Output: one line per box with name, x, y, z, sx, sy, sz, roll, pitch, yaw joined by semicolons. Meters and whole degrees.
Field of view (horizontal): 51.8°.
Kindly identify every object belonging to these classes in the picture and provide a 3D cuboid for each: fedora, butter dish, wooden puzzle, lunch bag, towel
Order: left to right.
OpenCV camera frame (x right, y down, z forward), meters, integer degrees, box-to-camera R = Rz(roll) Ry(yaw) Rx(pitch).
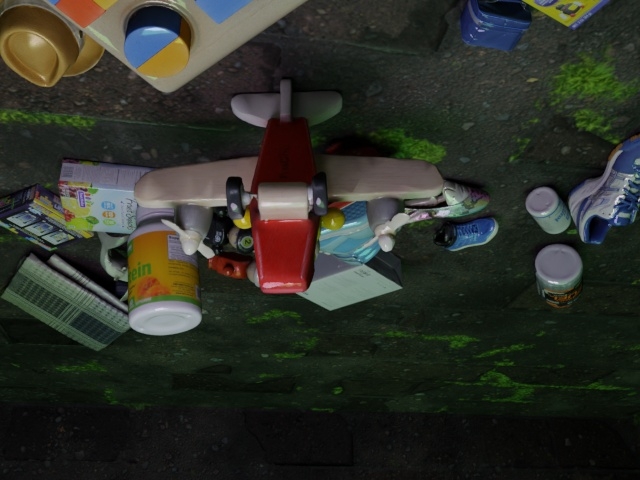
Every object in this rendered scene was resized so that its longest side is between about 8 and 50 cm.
fedora;-0.416;-0.291;0.973;0.194;0.079;0.194;-1;152;0
towel;-0.668;0.165;1.753;0.324;0.056;0.312;36;141;-19
wooden puzzle;-0.208;-0.343;0.859;0.322;0.081;0.347;-25;144;28
butter dish;0.051;-0.133;1.257;0.159;0.118;0.160;-27;-177;36
lunch bag;0.258;-0.323;0.953;0.098;0.067;0.065;4;152;-12

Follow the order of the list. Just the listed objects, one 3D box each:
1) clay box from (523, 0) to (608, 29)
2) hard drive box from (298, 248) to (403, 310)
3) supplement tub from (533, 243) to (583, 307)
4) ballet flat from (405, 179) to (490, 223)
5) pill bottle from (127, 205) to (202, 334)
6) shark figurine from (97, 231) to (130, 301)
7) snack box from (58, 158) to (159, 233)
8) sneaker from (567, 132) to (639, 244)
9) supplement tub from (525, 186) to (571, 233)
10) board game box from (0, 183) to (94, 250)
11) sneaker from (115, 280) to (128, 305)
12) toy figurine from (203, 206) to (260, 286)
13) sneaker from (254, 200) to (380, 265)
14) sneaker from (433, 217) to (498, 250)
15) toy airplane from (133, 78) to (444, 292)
clay box;0.306;-0.377;0.871;0.222;0.053;0.127;14;147;-28
hard drive box;0.063;0.086;1.675;0.232;0.089;0.181;-21;146;31
supplement tub;0.611;0.097;1.689;0.116;0.117;0.190;-11;150;17
ballet flat;0.243;-0.086;1.396;0.221;0.077;0.079;-10;131;16
pill bottle;-0.307;0.048;1.288;0.136;0.246;0.136;-8;153;-4
shark figurine;-0.478;0.039;1.566;0.166;0.116;0.278;-42;153;2
snack box;-0.421;-0.084;1.363;0.207;0.070;0.174;3;151;-13
sneaker;0.615;-0.098;1.319;0.111;0.131;0.296;7;149;-10
supplement tub;0.496;-0.065;1.435;0.071;0.071;0.107;-20;147;30
board game box;-0.607;-0.047;1.446;0.141;0.048;0.170;-16;148;22
sneaker;-0.449;0.133;1.743;0.163;0.086;0.226;18;147;-36
toy figurine;-0.142;-0.035;1.302;0.148;0.210;0.213;14;150;21
sneaker;0.000;0.000;1.479;0.318;0.127;0.208;-11;149;19
sneaker;0.330;-0.018;1.527;0.084;0.058;0.152;12;156;-39
toy airplane;-0.053;-0.078;1.080;0.386;0.384;0.273;30;141;34
